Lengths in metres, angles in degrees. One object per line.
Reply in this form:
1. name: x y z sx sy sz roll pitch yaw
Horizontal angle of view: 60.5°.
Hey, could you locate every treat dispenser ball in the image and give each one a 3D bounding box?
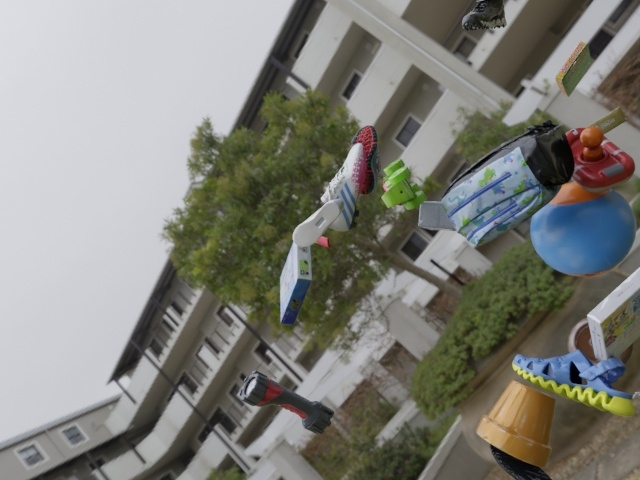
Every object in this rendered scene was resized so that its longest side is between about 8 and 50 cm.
1. treat dispenser ball: 0.787 -0.034 1.656 0.288 0.288 0.288 -43 -17 -17

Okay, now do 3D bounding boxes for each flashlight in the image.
1. flashlight: -0.108 0.525 1.746 0.103 0.304 0.103 -27 34 49

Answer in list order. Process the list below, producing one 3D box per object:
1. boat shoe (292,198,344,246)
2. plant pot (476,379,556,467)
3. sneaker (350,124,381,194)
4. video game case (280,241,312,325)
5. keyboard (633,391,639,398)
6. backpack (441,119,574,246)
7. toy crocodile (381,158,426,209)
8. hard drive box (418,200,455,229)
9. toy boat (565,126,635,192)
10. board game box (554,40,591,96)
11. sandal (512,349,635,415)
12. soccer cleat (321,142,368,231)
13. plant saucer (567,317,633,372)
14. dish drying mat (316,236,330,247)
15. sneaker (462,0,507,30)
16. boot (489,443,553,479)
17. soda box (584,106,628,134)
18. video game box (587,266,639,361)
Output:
1. boat shoe: -0.004 -0.051 1.487 0.184 0.066 0.063 -49 -6 32
2. plant pot: 0.584 0.516 1.587 0.188 0.205 0.205 -66 -16 -3
3. sneaker: 0.177 -0.304 2.095 0.125 0.104 0.261 -9 -77 -69
4. video game case: -0.099 0.148 2.118 0.244 0.061 0.269 -93 19 -47
5. keyboard: 1.067 0.449 1.622 0.256 0.014 0.072 -9 -25 15
6. backpack: 0.507 -0.142 1.522 0.356 0.273 0.290 -20 5 37
7. toy crocodile: 0.233 -0.161 1.638 0.105 0.115 0.340 -32 13 11
8. hard drive box: 0.461 -0.076 1.823 0.181 0.232 0.089 4 -89 -68
9. toy boat: 0.759 -0.252 1.532 0.151 0.231 0.151 -23 -52 4
10. board game box: 0.799 -0.537 1.731 0.124 0.039 0.259 -59 -20 18
11. sandal: 0.669 0.352 1.452 0.126 0.317 0.138 29 -104 -46
12. soccer cleat: 0.081 -0.191 1.985 0.116 0.143 0.331 -116 34 -71
13. plant saucer: 0.917 0.338 1.814 0.198 0.198 0.036 -50 -46 7
14. dish drying mat: 0.000 0.000 1.622 0.008 0.083 0.032 -28 -64 -27
15. sneaker: 0.482 -0.678 1.620 0.234 0.078 0.106 -25 -63 -45
16. boot: 0.585 0.694 1.605 0.094 0.246 0.207 -32 -39 -15
17. soda box: 1.022 -0.411 2.011 0.181 0.058 0.061 -33 -5 11
18. video game box: 0.767 0.191 1.382 0.205 0.048 0.187 -38 -51 -10
